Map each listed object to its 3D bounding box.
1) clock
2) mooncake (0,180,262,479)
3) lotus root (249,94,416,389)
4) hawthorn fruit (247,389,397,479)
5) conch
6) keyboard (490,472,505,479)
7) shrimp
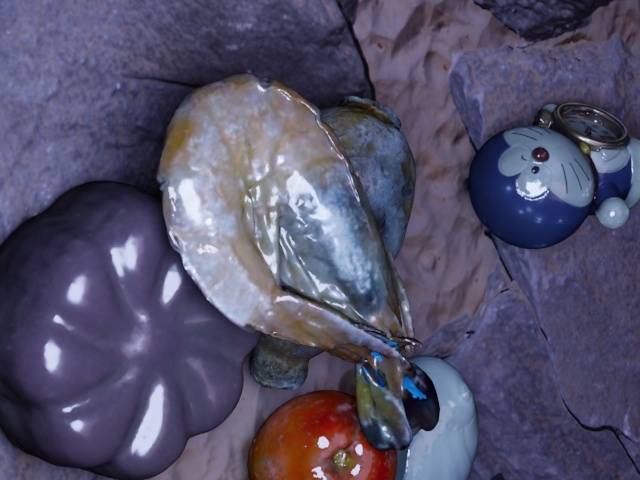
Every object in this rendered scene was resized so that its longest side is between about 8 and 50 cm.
[{"bbox_3d":[0.296,-0.076,2.071,0.243,0.199,0.147,-17,140,-39],"label":"clock"},{"bbox_3d":[-0.200,0.093,1.709,0.306,0.154,0.306,-4,97,-37],"label":"mooncake"},{"bbox_3d":[0.001,0.000,1.849,0.175,0.175,0.350,25,80,-35],"label":"lotus root"},{"bbox_3d":[0.007,0.244,1.857,0.172,0.173,0.173,-2,94,-37],"label":"hawthorn fruit"},{"bbox_3d":[0.119,0.245,1.949,0.185,0.121,0.221,-20,120,-70],"label":"conch"},{"bbox_3d":[0.246,0.393,2.146,0.074,0.015,0.196,-44,117,-31],"label":"keyboard"},{"bbox_3d":[-0.012,0.034,1.698,0.221,0.110,0.446,-44,111,-29],"label":"shrimp"}]
